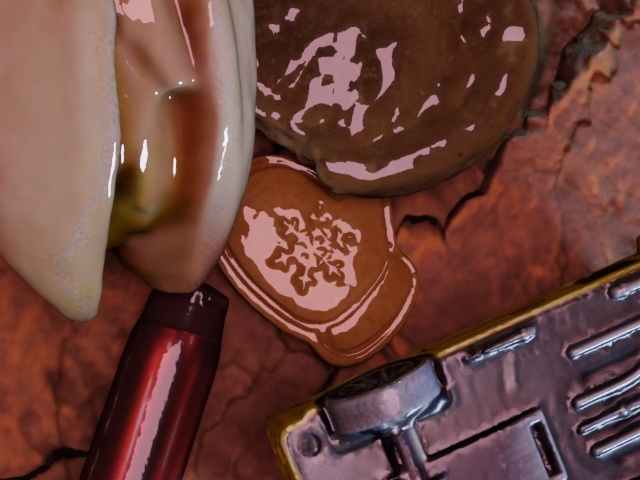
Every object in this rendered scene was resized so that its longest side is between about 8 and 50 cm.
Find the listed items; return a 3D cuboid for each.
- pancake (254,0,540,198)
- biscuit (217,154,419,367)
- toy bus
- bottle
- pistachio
[{"bbox_3d":[0.018,-0.138,0.723,0.222,0.042,0.236,-37,82,-11],"label":"pancake"},{"bbox_3d":[0.000,0.000,0.720,0.140,0.023,0.118,35,78,-4],"label":"biscuit"},{"bbox_3d":[0.142,0.093,0.670,0.330,0.152,0.144,-22,92,-11],"label":"toy bus"},{"bbox_3d":[-0.096,0.099,0.671,0.060,0.060,0.164,19,79,-8],"label":"bottle"},{"bbox_3d":[-0.137,-0.118,0.622,0.193,0.214,0.318,-11,94,-32],"label":"pistachio"}]
